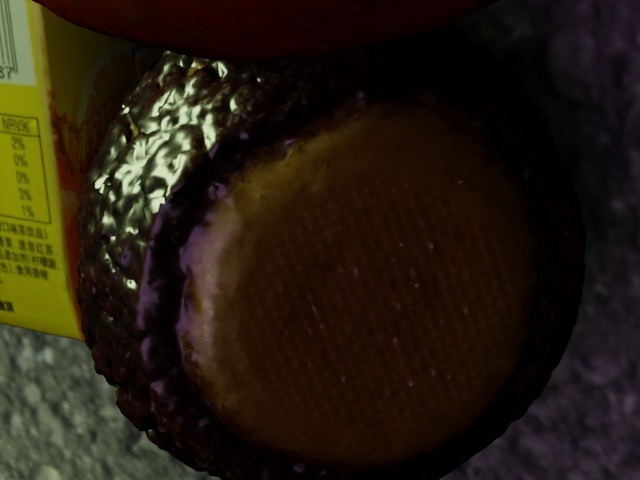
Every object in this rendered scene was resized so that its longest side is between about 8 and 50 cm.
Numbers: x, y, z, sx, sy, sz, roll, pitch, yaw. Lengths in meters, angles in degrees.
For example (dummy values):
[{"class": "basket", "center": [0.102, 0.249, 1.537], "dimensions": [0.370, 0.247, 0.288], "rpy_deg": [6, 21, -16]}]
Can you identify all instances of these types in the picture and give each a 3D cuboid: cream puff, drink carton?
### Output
[{"class": "cream puff", "center": [0.000, 0.000, 0.877], "dimensions": [0.239, 0.165, 0.239], "rpy_deg": [-5, 107, -15]}, {"class": "drink carton", "center": [-0.134, -0.144, 0.910], "dimensions": [0.111, 0.154, 0.351], "rpy_deg": [9, 118, 27]}]

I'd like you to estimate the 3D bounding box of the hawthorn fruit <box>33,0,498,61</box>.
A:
[{"class": "hawthorn fruit", "center": [-0.001, -0.185, 0.688], "dimensions": [0.307, 0.265, 0.265], "rpy_deg": [22, 123, 36]}]
